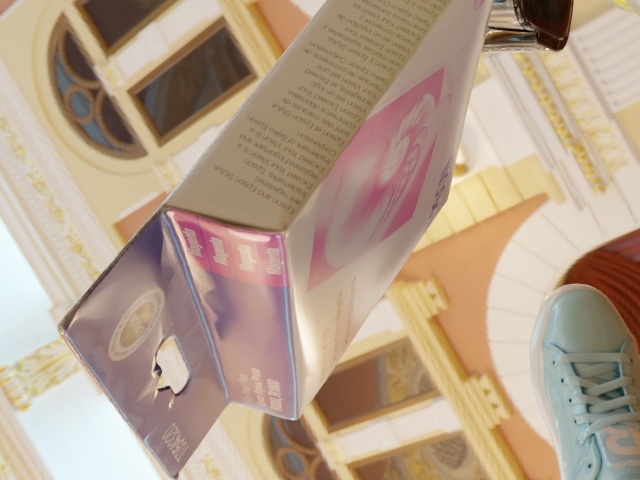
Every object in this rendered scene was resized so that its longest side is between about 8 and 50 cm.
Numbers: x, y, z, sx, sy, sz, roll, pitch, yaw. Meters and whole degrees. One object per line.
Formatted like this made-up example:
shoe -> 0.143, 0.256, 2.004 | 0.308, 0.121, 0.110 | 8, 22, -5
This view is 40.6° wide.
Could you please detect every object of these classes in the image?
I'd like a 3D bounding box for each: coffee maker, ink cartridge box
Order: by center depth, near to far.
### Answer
ink cartridge box -> 0.000, 0.000, 0.565 | 0.071, 0.324, 0.330 | 29, -113, 14
coffee maker -> 0.172, -0.255, 0.913 | 0.171, 0.178, 0.120 | -31, -61, -45

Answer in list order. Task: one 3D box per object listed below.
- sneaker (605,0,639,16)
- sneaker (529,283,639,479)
sneaker -> 0.105, -0.227, 0.290 | 0.145, 0.147, 0.385 | -48, -41, -23
sneaker -> 0.324, 0.218, 0.944 | 0.150, 0.135, 0.366 | 104, 159, -76
